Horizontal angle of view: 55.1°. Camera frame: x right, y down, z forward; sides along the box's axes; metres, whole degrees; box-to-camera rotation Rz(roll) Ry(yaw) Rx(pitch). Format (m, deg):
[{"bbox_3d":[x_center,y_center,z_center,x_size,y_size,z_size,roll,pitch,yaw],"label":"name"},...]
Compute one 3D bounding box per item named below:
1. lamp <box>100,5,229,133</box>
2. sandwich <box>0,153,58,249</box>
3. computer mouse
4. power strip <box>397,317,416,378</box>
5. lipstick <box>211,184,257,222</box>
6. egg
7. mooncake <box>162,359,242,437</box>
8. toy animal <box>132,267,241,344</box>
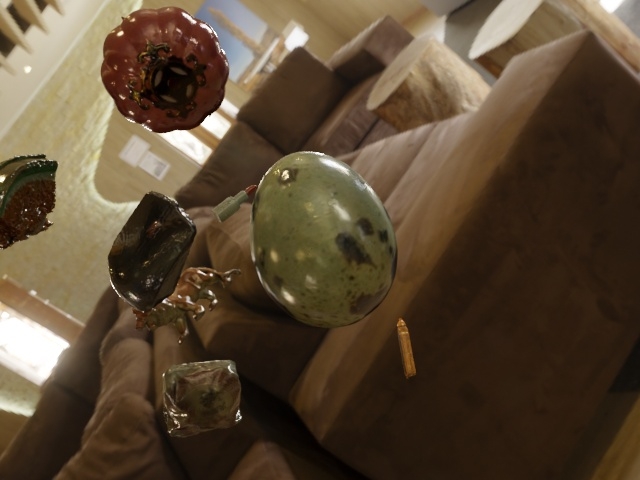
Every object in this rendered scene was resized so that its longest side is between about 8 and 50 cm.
[{"bbox_3d":[-0.224,-0.247,0.888,0.182,0.182,0.140,-51,31,13],"label":"lamp"},{"bbox_3d":[-0.581,-0.073,1.161,0.079,0.159,0.235,-5,18,23],"label":"sandwich"},{"bbox_3d":[-0.397,0.034,1.391,0.087,0.168,0.295,-24,-32,-60],"label":"computer mouse"},{"bbox_3d":[0.253,0.319,1.819,0.049,0.028,0.178,105,156,-82],"label":"power strip"},{"bbox_3d":[-0.201,-0.094,1.475,0.129,0.030,0.030,-40,46,-22],"label":"lipstick"},{"bbox_3d":[0.000,0.000,1.457,0.344,0.428,0.345,-24,13,6],"label":"egg"},{"bbox_3d":[-0.187,0.251,0.974,0.073,0.125,0.130,-124,29,-54],"label":"mooncake"},{"bbox_3d":[-0.362,0.150,1.618,0.312,0.157,0.097,-52,-3,-46],"label":"toy animal"}]
